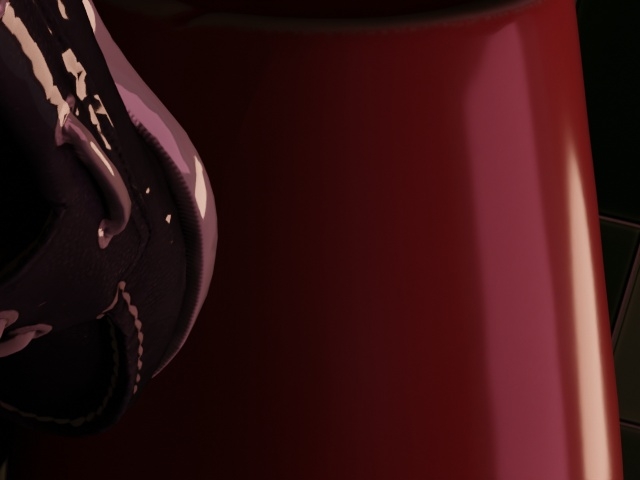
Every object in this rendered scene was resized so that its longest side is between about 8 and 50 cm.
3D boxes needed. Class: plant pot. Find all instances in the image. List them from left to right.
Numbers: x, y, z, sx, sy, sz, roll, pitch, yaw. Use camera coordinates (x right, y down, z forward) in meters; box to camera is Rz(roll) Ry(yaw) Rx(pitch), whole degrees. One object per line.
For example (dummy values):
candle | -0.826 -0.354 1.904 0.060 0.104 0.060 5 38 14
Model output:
plant pot | 0.000 0.000 0.763 0.275 0.275 0.243 -65 158 -65

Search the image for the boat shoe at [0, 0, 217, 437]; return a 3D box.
boat shoe | -0.096 -0.026 0.430 0.302 0.114 0.091 77 24 -52
